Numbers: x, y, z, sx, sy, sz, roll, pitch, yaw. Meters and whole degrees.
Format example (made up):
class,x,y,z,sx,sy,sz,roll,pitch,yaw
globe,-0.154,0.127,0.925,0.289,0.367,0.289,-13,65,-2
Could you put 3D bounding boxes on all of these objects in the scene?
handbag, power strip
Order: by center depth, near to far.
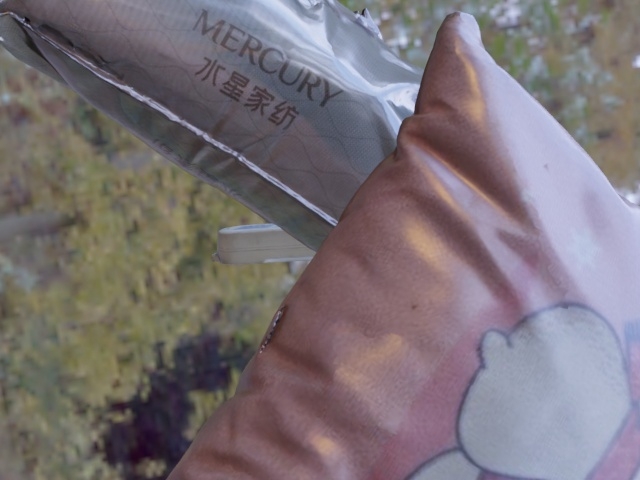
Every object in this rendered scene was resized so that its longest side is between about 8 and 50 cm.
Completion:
class,x,y,z,sx,sy,sz,roll,pitch,yaw
handbag,-0.031,-0.086,0.760,0.117,0.270,0.182,-52,-170,38
power strip,0.000,0.000,1.204,0.047,0.191,0.030,-21,107,-72

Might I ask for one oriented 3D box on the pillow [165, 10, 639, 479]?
class,x,y,z,sx,sy,sz,roll,pitch,yaw
pillow,0.054,0.090,0.439,0.236,0.223,0.084,-59,-158,-12
